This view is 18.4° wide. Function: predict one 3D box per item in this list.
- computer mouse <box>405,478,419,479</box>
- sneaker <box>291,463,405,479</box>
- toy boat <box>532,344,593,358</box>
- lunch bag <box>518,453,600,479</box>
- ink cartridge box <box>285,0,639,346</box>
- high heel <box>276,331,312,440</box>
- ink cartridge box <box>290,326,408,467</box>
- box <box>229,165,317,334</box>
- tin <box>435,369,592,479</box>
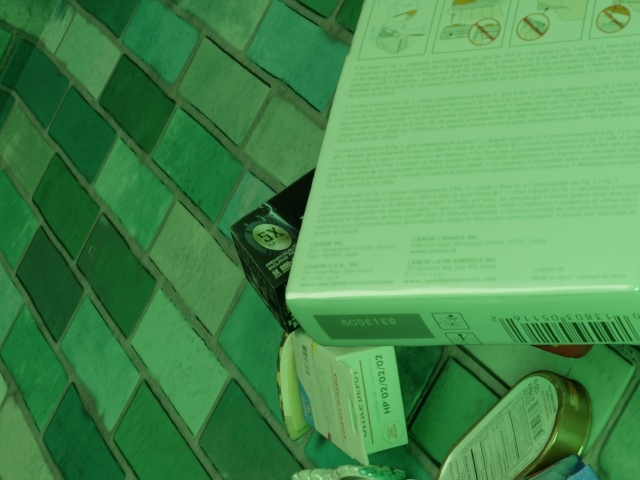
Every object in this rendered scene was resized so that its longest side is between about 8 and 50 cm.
[{"bbox_3d":[0.041,0.290,1.834,0.193,0.042,0.106,-40,22,34],"label":"computer mouse"},{"bbox_3d":[0.030,0.256,1.914,0.166,0.065,0.076,-22,65,60],"label":"sneaker"},{"bbox_3d":[0.165,-0.032,1.788,0.267,0.148,0.318,-47,30,33],"label":"toy boat"},{"bbox_3d":[0.110,0.280,1.557,0.293,0.138,0.221,-41,-7,15],"label":"lunch bag"},{"bbox_3d":[0.159,-0.093,1.662,0.308,0.091,0.385,-3,56,27],"label":"ink cartridge box"},{"bbox_3d":[0.008,0.076,2.104,0.186,0.093,0.261,-126,53,-82],"label":"high heel"},{"bbox_3d":[0.033,0.144,1.924,0.181,0.061,0.104,-152,50,-68],"label":"ink cartridge box"},{"bbox_3d":[0.000,0.000,1.899,0.147,0.077,0.180,-35,-15,-6],"label":"box"},{"bbox_3d":[0.164,0.190,1.727,0.190,0.040,0.106,-49,25,30],"label":"tin"}]
